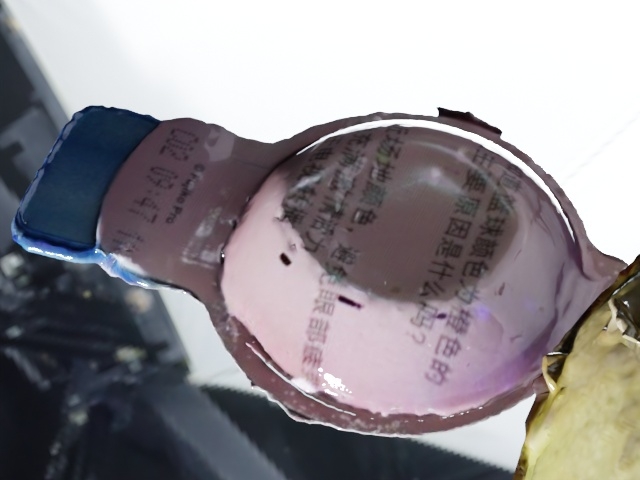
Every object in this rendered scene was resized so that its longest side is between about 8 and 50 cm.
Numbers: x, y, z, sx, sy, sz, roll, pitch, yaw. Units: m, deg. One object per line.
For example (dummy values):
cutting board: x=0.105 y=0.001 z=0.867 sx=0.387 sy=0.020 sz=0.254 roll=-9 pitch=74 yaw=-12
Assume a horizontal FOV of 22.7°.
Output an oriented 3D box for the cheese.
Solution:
cheese: x=0.000 y=0.000 z=0.739 sx=0.074 sy=0.286 sz=0.189 roll=89 pitch=-162 yaw=-52

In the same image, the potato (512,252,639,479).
potato: x=0.177 y=0.137 z=0.476 sx=0.116 sy=0.239 sz=0.299 roll=179 pitch=96 yaw=-77
